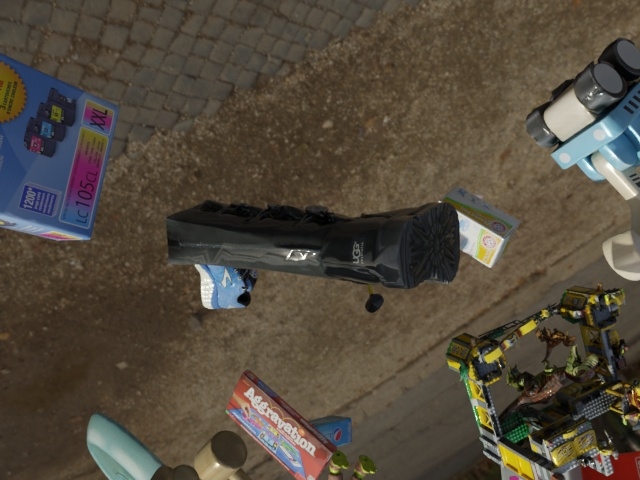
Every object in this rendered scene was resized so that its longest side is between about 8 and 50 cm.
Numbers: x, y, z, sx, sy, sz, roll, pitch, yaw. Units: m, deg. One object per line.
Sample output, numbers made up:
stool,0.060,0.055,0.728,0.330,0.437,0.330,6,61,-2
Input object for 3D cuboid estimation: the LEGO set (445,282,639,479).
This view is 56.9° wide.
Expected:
LEGO set,0.366,0.209,0.845,0.331,0.255,0.192,-11,-174,-18

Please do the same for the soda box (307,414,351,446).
soda box,-0.006,0.506,1.535,0.071,0.067,0.210,-5,171,38

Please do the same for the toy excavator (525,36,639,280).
toy excavator,0.703,-0.188,1.381,0.433,0.445,0.222,-40,177,-32

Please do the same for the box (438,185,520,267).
box,0.415,-0.039,1.597,0.103,0.203,0.114,-37,151,-38

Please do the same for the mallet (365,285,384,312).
mallet,0.129,0.099,1.596,0.039,0.190,0.062,-7,164,-19

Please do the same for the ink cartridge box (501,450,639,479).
ink cartridge box,0.419,0.477,0.940,0.239,0.275,0.060,-28,130,36

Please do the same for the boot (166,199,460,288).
boot,-0.001,0.000,1.080,0.445,0.146,0.367,1,180,29

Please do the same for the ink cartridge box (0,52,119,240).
ink cartridge box,-0.571,-0.171,0.986,0.151,0.270,0.395,-5,163,44

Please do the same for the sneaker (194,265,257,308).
sneaker,-0.230,0.054,1.487,0.147,0.130,0.330,6,138,6

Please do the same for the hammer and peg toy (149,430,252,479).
hammer and peg toy,-0.110,0.385,0.685,0.127,0.266,0.361,-56,-179,31

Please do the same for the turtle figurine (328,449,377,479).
turtle figurine,0.058,0.609,1.396,0.087,0.269,0.217,-64,173,-74

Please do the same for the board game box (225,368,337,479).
board game box,-0.100,0.445,1.395,0.027,0.281,0.145,-23,144,-54

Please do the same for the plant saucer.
plant saucer,-0.312,0.437,1.047,0.043,0.317,0.318,-43,159,-35
